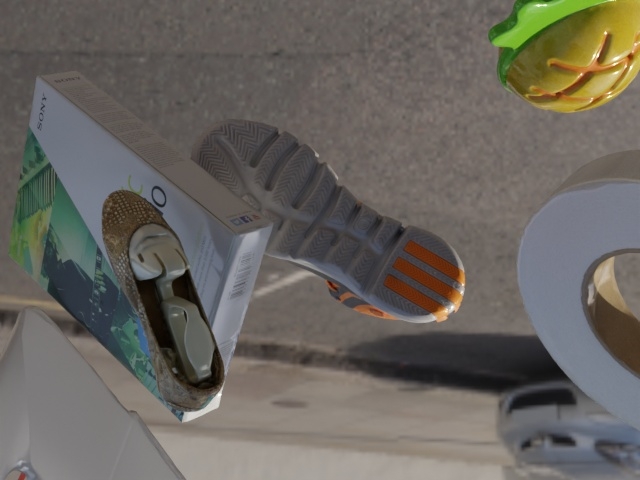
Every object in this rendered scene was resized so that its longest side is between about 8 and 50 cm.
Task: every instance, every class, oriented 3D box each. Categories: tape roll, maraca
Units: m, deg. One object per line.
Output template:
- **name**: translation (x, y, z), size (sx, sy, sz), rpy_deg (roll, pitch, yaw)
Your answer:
- **tape roll**: translation (0.404, 0.077, 1.215), size (0.072, 0.392, 0.392), rpy_deg (-40, -174, -33)
- **maraca**: translation (0.189, -0.156, 0.810), size (0.127, 0.099, 0.186), rpy_deg (-31, 160, 14)

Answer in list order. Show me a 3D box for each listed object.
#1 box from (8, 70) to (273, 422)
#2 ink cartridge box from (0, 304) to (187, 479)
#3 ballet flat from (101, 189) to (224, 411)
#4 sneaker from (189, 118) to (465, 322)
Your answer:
- **box**: translation (-0.200, 0.000, 1.104), size (0.058, 0.322, 0.232), rpy_deg (-16, 133, -45)
- **ink cartridge box**: translation (-0.111, 0.221, 0.472), size (0.119, 0.207, 0.353), rpy_deg (-11, 127, 22)
- **ballet flat**: translation (-0.129, 0.047, 0.931), size (0.073, 0.206, 0.067), rpy_deg (-23, -178, -36)
- **sneaker**: translation (0.000, 0.000, 1.156), size (0.321, 0.124, 0.180), rpy_deg (36, 170, 6)
